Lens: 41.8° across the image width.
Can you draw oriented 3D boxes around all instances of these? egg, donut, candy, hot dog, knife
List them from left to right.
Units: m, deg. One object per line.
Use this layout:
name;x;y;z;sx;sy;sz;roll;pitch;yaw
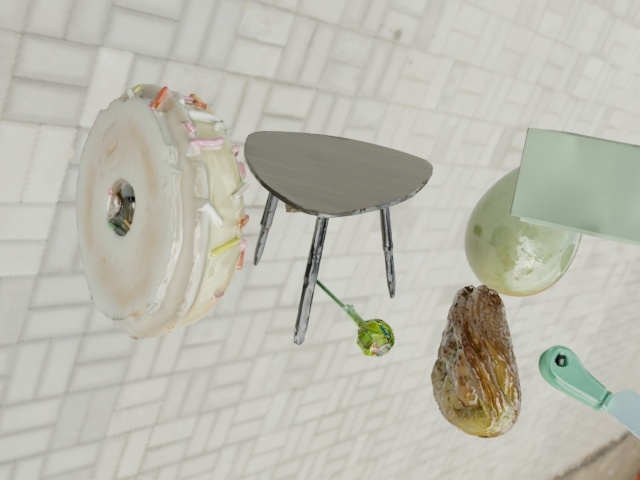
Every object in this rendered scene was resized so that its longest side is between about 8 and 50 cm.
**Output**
donut;-0.237;-0.045;1.243;0.142;0.382;0.383;-2;119;-38
candy;0.041;0.111;1.308;0.058;0.194;0.062;-55;148;11
hot dog;0.246;0.191;1.328;0.272;0.122;0.196;-75;174;-60
egg;0.411;-0.030;1.658;0.295;0.218;0.218;-60;148;2
knife;0.410;0.228;1.142;0.063;0.260;0.034;-54;180;-29

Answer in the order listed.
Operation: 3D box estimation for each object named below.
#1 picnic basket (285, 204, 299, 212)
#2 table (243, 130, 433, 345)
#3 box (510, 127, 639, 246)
picnic basket;-0.005;-0.093;1.752;0.193;0.110;0.055;-26;107;-68
table;0.000;0.000;1.352;0.317;0.317;0.249;-21;129;-44
box;0.391;-0.068;1.097;0.225;0.224;0.118;-14;116;-64
